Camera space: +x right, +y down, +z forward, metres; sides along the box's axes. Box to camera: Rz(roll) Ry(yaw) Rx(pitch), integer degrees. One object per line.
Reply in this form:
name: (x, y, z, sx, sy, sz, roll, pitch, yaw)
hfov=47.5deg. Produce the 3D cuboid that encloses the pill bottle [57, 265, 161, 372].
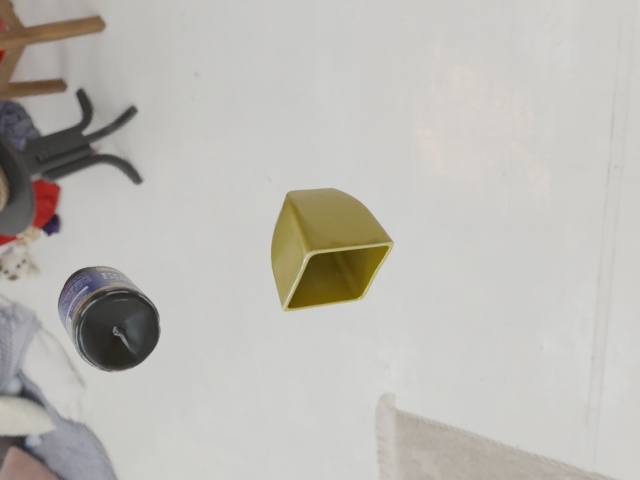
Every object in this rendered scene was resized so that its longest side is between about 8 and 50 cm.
pill bottle: (-0.325, 0.107, 1.092, 0.219, 0.122, 0.123, 22, 129, 60)

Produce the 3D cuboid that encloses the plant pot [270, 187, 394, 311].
plant pot: (0.000, 0.000, 0.625, 0.083, 0.081, 0.081, 65, 147, 32)
